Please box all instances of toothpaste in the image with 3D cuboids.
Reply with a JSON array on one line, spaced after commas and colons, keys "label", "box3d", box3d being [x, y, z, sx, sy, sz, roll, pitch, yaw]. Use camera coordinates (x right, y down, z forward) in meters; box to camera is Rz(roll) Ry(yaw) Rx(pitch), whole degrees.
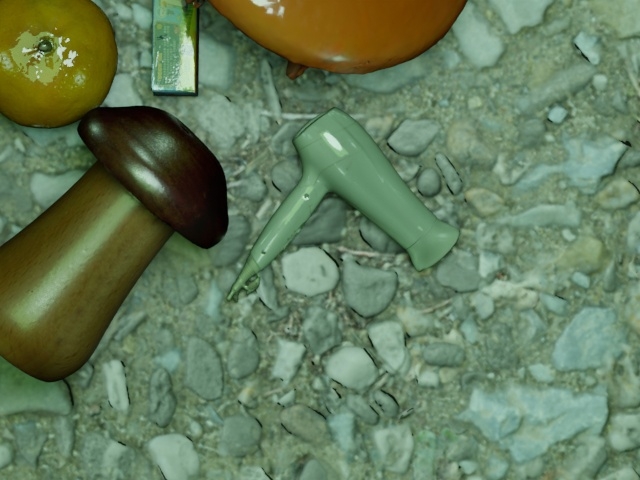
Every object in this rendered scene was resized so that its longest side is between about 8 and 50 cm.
[{"label": "toothpaste", "box3d": [-0.147, -0.254, 1.647, 0.070, 0.044, 0.193, 0, 89, -1]}]

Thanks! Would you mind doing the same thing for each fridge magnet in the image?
[{"label": "fridge magnet", "box3d": [0.000, -0.340, 1.556, 0.364, 0.155, 0.363, 8, 72, -26]}]

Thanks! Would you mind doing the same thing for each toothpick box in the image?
[{"label": "toothpick box", "box3d": [-0.230, -0.002, 1.572, 0.192, 0.192, 0.294, 42, 93, 0]}]

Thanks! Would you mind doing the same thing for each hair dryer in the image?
[{"label": "hair dryer", "box3d": [0.000, 0.000, 1.646, 0.237, 0.075, 0.206, -42, 96, 5]}]

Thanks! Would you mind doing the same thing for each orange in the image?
[{"label": "orange", "box3d": [-0.291, -0.196, 1.598, 0.156, 0.124, 0.156, 0, 90, -17]}]
